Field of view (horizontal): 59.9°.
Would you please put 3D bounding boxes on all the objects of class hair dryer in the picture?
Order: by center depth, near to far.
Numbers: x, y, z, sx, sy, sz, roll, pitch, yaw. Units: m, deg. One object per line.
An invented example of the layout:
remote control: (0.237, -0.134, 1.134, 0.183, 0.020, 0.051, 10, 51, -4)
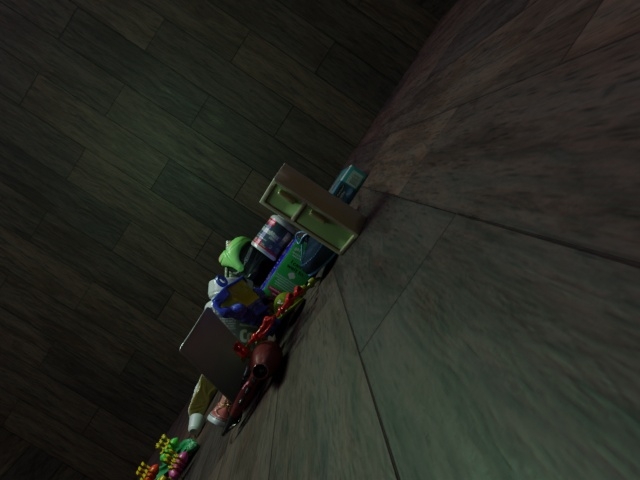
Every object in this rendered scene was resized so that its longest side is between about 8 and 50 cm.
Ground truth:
hair dryer: (-0.156, 0.352, 1.354, 0.293, 0.080, 0.224, 113, 177, -52)

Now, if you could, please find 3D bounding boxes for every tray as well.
tray: (-0.261, 0.316, 1.465, 0.030, 0.270, 0.145, -11, 36, 36)

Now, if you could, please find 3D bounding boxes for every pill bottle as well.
pill bottle: (-0.265, 0.262, 1.648, 0.161, 0.161, 0.283, 135, 135, -65)
pill bottle: (-0.152, -0.028, 1.965, 0.180, 0.108, 0.108, -54, 5, -5)

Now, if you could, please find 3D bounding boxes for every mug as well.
mug: (-0.468, 0.706, 2.103, 0.062, 0.078, 0.064, -22, 26, 14)

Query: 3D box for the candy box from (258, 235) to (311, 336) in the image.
candy box: (-0.123, 0.146, 1.877, 0.317, 0.122, 0.268, -58, 4, -4)

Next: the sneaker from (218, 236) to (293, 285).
sneaker: (-0.200, 0.101, 2.162, 0.185, 0.202, 0.482, -48, -20, 22)

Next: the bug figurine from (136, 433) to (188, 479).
bug figurine: (-0.509, 0.759, 1.797, 0.216, 0.072, 0.279, -61, 25, -12)

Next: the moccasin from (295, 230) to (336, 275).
moccasin: (-0.008, -0.019, 1.697, 0.137, 0.117, 0.342, -32, 18, 27)

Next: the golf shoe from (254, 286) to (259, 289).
golf shoe: (-0.267, 0.231, 2.044, 0.115, 0.306, 0.140, 14, 83, 49)

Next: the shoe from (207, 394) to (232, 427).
shoe: (-0.275, 0.480, 1.593, 0.081, 0.063, 0.178, -63, 2, -10)

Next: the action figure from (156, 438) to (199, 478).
action figure: (-0.481, 0.741, 1.910, 0.232, 0.063, 0.137, -44, 11, 37)

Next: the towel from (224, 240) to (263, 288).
towel: (-0.296, 0.169, 2.284, 0.312, 0.056, 0.324, 20, -112, -64)

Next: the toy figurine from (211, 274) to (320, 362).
toy figurine: (-0.181, 0.144, 1.523, 0.191, 0.217, 0.362, -56, -9, 26)

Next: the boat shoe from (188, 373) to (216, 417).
boat shoe: (-0.507, 0.655, 2.439, 0.096, 0.098, 0.277, -48, 11, 53)

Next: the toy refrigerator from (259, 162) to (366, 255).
toy refrigerator: (-0.020, -0.081, 1.503, 0.102, 0.269, 0.094, -51, 8, 42)

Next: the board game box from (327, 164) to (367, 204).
board game box: (0.066, -0.171, 2.256, 0.254, 0.079, 0.336, -57, 6, 0)

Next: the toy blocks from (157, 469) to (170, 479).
toy blocks: (-0.574, 0.860, 2.082, 0.123, 0.054, 0.148, -51, 8, 44)
